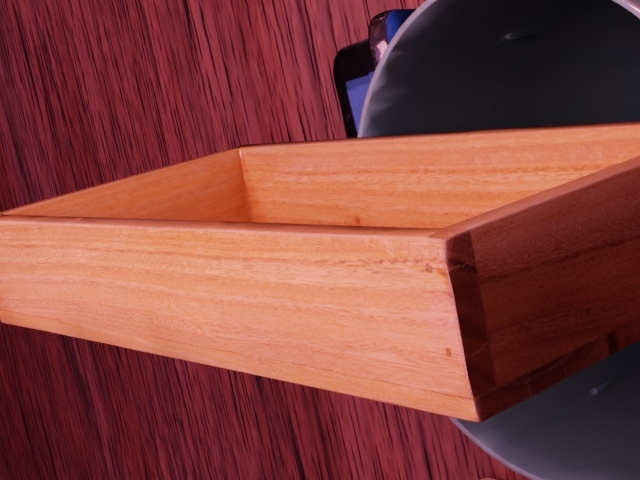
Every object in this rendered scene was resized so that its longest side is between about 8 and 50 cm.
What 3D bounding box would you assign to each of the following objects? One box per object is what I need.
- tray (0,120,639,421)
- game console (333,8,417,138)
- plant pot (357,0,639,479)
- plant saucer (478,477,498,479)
[{"bbox_3d":[0.000,0.000,0.616,0.411,0.203,0.076,4,109,52],"label":"tray"},{"bbox_3d":[0.064,-0.025,0.962,0.173,0.250,0.293,-13,95,28],"label":"game console"},{"bbox_3d":[0.203,-0.028,0.709,0.293,0.235,0.293,27,125,46],"label":"plant pot"},{"bbox_3d":[0.166,0.250,1.064,0.083,0.015,0.083,25,123,45],"label":"plant saucer"}]
